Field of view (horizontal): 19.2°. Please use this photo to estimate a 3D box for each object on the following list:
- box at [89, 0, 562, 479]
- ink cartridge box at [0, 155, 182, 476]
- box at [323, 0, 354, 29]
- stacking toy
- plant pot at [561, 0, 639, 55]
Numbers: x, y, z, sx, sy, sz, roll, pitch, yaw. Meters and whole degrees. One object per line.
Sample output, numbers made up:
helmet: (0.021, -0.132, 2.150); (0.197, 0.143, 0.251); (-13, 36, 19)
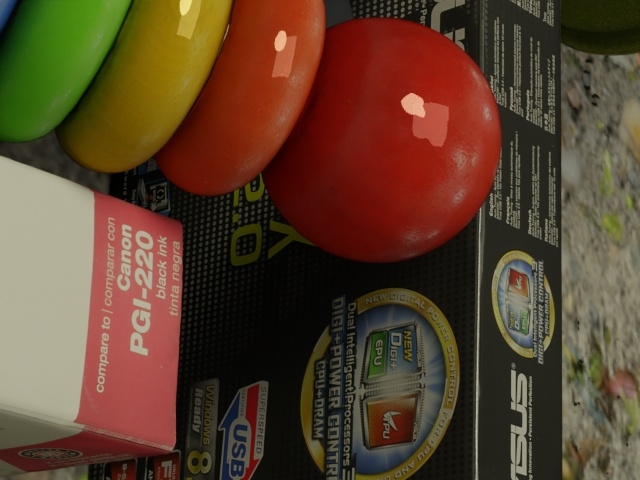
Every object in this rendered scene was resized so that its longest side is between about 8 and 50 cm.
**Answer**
box: (0.000, 0.000, 0.811); (0.060, 0.216, 0.270); (21, 64, -44)
ink cartridge box: (-0.177, 0.019, 0.641); (0.218, 0.158, 0.092); (19, 66, -46)
box: (-0.085, -0.140, 0.798); (0.093, 0.156, 0.158); (-12, 88, -51)
stacking toy: (-0.086, -0.079, 0.649); (0.330, 0.141, 0.141); (24, 60, -22)
plant pot: (0.112, -0.345, 0.977); (0.353, 0.366, 0.366); (33, 54, -26)
